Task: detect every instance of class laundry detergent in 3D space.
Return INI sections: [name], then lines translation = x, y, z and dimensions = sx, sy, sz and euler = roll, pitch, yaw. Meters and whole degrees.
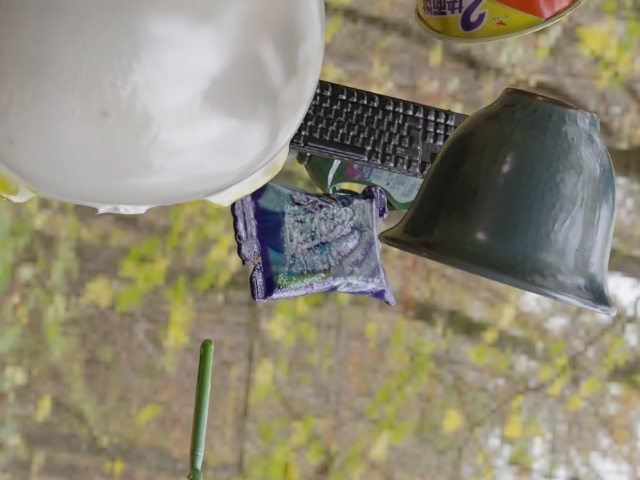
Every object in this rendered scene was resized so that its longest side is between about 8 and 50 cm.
[laundry detergent]
translation = 0.053, -0.097, 2.095
dimensions = 0.063, 0.211, 0.137
euler = -106, -151, -45

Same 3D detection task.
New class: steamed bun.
[steamed bun]
translation = -0.176, -0.187, 1.406
dimensions = 0.334, 0.374, 0.333
euler = -7, -98, 61

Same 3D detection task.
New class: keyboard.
[keyboard]
translation = 0.071, -0.131, 1.928
dimensions = 0.018, 0.310, 0.100
euler = 146, -48, -60

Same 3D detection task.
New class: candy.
[candy]
translation = 0.000, 0.000, 1.790
dimensions = 0.275, 0.070, 0.145
euler = 5, 69, -52

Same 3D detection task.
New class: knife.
[knife]
translation = -0.122, 0.197, 1.643
dimensions = 0.054, 0.015, 0.212
euler = 117, -21, -65

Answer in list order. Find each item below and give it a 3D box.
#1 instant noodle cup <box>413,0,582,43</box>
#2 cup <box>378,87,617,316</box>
[instant noodle cup]
translation = 0.191, -0.349, 1.846
dimensions = 0.213, 0.213, 0.174
euler = -85, 162, -55
[cup]
translation = 0.161, -0.040, 1.297
dimensions = 0.199, 0.199, 0.150
euler = -78, -175, -88
